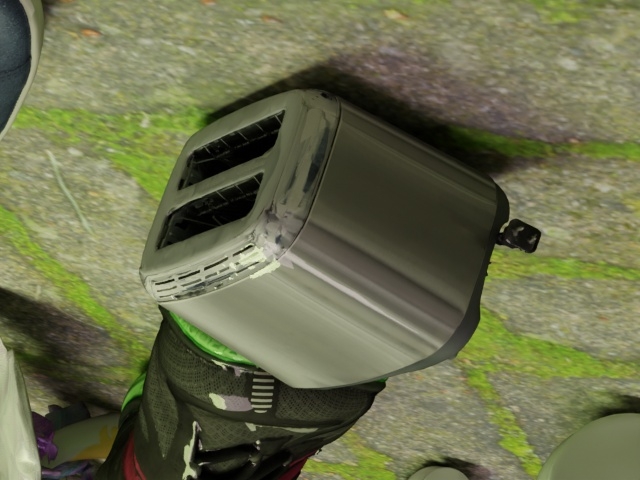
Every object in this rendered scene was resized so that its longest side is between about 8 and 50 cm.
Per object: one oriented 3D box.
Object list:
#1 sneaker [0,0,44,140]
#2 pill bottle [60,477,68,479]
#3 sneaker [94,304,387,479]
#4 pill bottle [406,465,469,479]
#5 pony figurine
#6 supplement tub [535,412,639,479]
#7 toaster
[{"bbox_3d":[-0.269,-0.024,1.065,0.131,0.148,0.350,31,129,-16],"label":"sneaker"},{"bbox_3d":[-0.384,0.301,2.040,0.323,0.181,0.181,2,155,29],"label":"pill bottle"},{"bbox_3d":[-0.071,0.166,1.462,0.185,0.202,0.483,16,159,-4],"label":"sneaker"},{"bbox_3d":[0.097,0.235,1.709,0.065,0.065,0.116,17,158,-5],"label":"pill bottle"},{"bbox_3d":[-0.289,0.242,1.655,0.303,0.351,0.363,-22,171,29],"label":"pony figurine"},{"bbox_3d":[0.231,0.219,1.471,0.144,0.144,0.200,11,158,10],"label":"supplement tub"},{"bbox_3d":[0.000,0.000,1.108,0.146,0.129,0.227,29,156,-26],"label":"toaster"}]
